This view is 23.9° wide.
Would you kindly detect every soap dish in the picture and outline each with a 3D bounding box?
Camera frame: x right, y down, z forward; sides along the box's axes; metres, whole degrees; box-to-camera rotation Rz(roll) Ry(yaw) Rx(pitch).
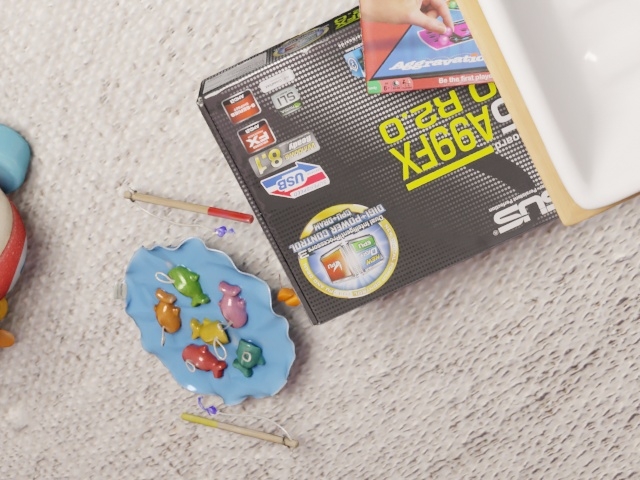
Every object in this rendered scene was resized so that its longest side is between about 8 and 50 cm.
[{"bbox_3d":[0.210,-0.188,1.046,0.229,0.118,0.291,-26,107,7],"label":"soap dish"}]

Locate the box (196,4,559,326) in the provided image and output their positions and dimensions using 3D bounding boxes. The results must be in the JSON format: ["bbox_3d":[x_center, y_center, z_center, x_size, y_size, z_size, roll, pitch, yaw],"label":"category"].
[{"bbox_3d":[0.068,-0.082,1.204,0.270,0.060,0.216,-24,109,7],"label":"box"}]

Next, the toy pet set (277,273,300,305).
[{"bbox_3d":[0.000,0.000,1.330,0.122,0.065,0.114,-29,141,31],"label":"toy pet set"}]

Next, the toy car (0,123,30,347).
[{"bbox_3d":[-0.343,0.046,1.398,0.210,0.219,0.238,-2,146,17],"label":"toy car"}]

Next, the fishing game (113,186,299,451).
[{"bbox_3d":[-0.111,0.078,1.381,0.189,0.041,0.264,13,127,28],"label":"fishing game"}]

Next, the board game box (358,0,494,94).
[{"bbox_3d":[0.168,-0.194,1.120,0.281,0.027,0.145,-6,108,0],"label":"board game box"}]
